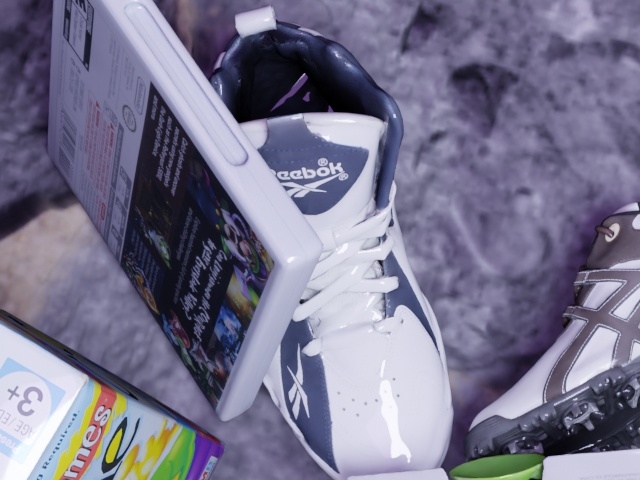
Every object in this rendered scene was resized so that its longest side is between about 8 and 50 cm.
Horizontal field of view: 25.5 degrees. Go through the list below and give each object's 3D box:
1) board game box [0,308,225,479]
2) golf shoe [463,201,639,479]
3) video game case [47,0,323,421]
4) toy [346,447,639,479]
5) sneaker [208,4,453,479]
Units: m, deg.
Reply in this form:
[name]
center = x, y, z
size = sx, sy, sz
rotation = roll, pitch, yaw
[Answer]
[board game box]
center = -0.151, 0.097, 0.568
size = 0.144, 0.275, 0.142
rotation = 29, 82, 10
[golf shoe]
center = 0.144, 0.039, 0.667
size = 0.198, 0.077, 0.094
rotation = -32, 55, -1
[video game case]
center = -0.070, -0.022, 0.631
size = 0.022, 0.190, 0.173
rotation = -28, 74, -23
[toy]
center = 0.101, 0.207, 0.623
size = 0.137, 0.056, 0.237
rotation = -9, 97, 20
[sneaker]
center = 0.000, 0.000, 0.638
size = 0.094, 0.153, 0.235
rotation = -10, 77, 4
